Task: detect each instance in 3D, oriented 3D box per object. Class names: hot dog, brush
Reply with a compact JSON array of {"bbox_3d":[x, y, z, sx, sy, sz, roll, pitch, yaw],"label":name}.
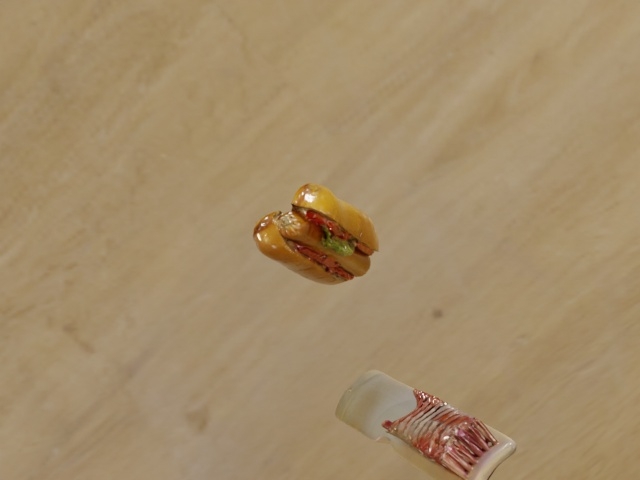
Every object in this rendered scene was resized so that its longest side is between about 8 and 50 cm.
[{"bbox_3d":[0.000,0.000,1.471,0.092,0.235,0.062,-36,72,11],"label":"hot dog"},{"bbox_3d":[0.070,0.149,1.308,0.050,0.321,0.060,44,82,-16],"label":"brush"}]
